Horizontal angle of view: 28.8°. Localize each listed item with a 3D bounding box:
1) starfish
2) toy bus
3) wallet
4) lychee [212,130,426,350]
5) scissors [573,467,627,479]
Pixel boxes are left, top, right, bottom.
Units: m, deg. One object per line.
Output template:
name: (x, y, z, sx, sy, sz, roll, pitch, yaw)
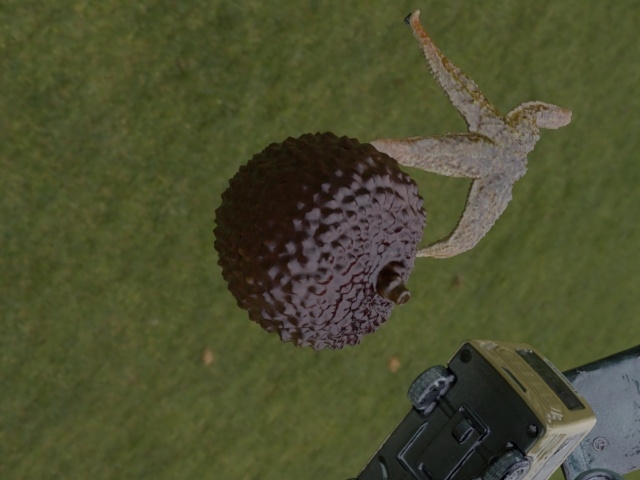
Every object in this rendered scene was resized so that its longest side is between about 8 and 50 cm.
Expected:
starfish: (0.234, -0.155, 2.006, 0.384, 0.132, 0.398, 37, 72, -27)
toy bus: (0.170, 0.304, 1.580, 0.202, 0.177, 0.365, 3, 130, -50)
wallet: (0.531, 0.246, 1.941, 0.379, 0.191, 0.046, -18, 174, -9)
lychee: (0.000, 0.000, 1.591, 0.275, 0.304, 0.276, -35, 144, -31)
scissors: (0.309, 0.401, 1.381, 0.383, 0.256, 0.029, -24, 137, -42)
